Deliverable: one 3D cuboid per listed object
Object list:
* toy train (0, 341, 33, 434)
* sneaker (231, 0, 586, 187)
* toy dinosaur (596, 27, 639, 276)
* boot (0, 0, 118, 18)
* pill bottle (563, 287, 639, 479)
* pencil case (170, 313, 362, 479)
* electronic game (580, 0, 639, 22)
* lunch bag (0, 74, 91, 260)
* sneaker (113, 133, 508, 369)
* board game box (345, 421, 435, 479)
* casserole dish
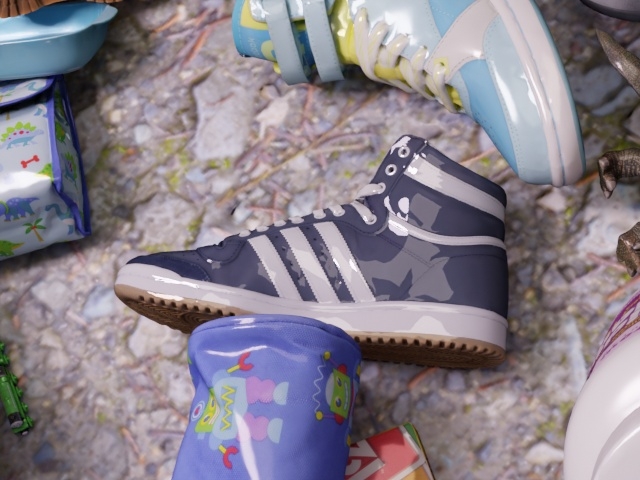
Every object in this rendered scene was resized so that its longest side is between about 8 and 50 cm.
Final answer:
[{"bbox_3d":[-0.237,0.108,1.126,0.017,0.024,0.083,-26,66,-1],"label":"toy train"},{"bbox_3d":[0.054,-0.137,1.119,0.208,0.127,0.319,-23,57,-1],"label":"sneaker"},{"bbox_3d":[0.291,-0.020,1.049,0.160,0.121,0.313,-23,61,-12],"label":"toy dinosaur"},{"bbox_3d":[-0.202,-0.224,1.227,0.157,0.084,0.059,-10,109,-2],"label":"boot"},{"bbox_3d":[0.224,0.109,0.828,0.169,0.301,0.169,3,99,16],"label":"pill bottle"},{"bbox_3d":[-0.053,0.199,0.969,0.133,0.119,0.306,-3,67,32],"label":"pencil case"},{"bbox_3d":[0.288,-0.243,1.115,0.229,0.048,0.229,-20,40,17],"label":"electronic game"},{"bbox_3d":[-0.254,-0.065,1.165,0.128,0.096,0.151,-14,51,2],"label":"lunch bag"},{"bbox_3d":[0.000,0.000,1.083,0.282,0.099,0.153,7,75,6],"label":"sneaker"},{"bbox_3d":[-0.035,0.229,1.037,0.259,0.039,0.124,-22,66,4],"label":"board game box"},{"bbox_3d":[-0.252,-0.157,1.201,0.188,0.037,0.114,-5,24,9],"label":"casserole dish"}]
